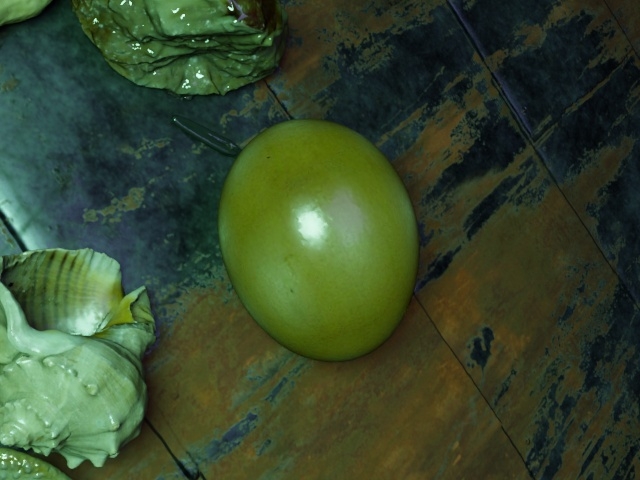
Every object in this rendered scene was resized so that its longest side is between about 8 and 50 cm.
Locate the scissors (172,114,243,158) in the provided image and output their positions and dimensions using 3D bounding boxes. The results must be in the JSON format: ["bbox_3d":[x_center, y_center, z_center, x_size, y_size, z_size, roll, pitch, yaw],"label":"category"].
[{"bbox_3d":[-0.135,-0.139,1.323,0.220,0.017,0.088,28,63,-25],"label":"scissors"}]

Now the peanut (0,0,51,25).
[{"bbox_3d":[-0.430,-0.329,1.113,0.101,0.117,0.263,35,51,16],"label":"peanut"}]

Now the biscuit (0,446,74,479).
[{"bbox_3d":[-0.371,0.291,0.970,0.289,0.141,0.038,27,22,-24],"label":"biscuit"}]

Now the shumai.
[{"bbox_3d":[-0.164,-0.347,1.196,0.345,0.283,0.217,11,74,-28],"label":"shumai"}]

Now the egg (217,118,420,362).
[{"bbox_3d":[0.000,0.000,1.210,0.282,0.282,0.352,-17,88,-37],"label":"egg"}]

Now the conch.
[{"bbox_3d":[-0.317,0.131,1.020,0.186,0.324,0.263,-31,103,8],"label":"conch"}]
